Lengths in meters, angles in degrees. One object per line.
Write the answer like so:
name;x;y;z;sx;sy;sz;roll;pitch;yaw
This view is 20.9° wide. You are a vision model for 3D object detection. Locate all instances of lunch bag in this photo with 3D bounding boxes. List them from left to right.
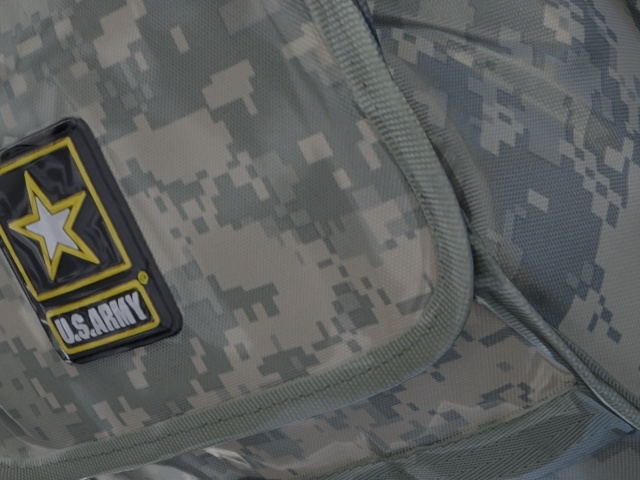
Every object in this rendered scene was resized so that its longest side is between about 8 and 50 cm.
lunch bag;0.000;0.000;0.532;0.235;0.287;0.169;-21;-136;43
